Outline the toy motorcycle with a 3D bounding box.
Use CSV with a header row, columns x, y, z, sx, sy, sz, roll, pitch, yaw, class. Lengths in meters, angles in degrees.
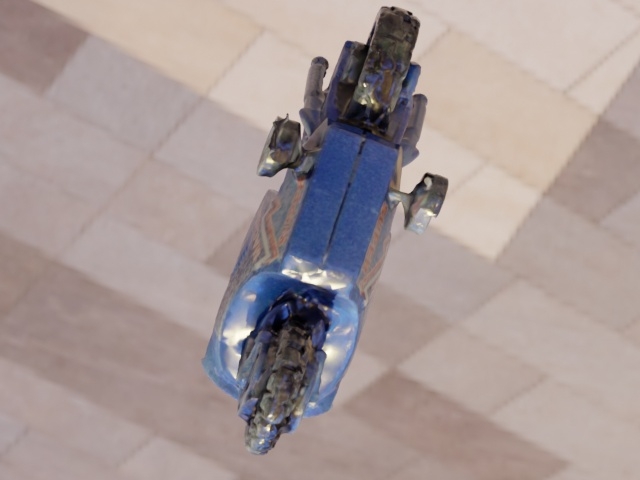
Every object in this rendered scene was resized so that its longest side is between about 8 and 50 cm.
x,y,z,sx,sy,sz,roll,pitch,yaw,class
0.000,0.000,0.789,0.076,0.205,0.114,20,160,-5,toy motorcycle
